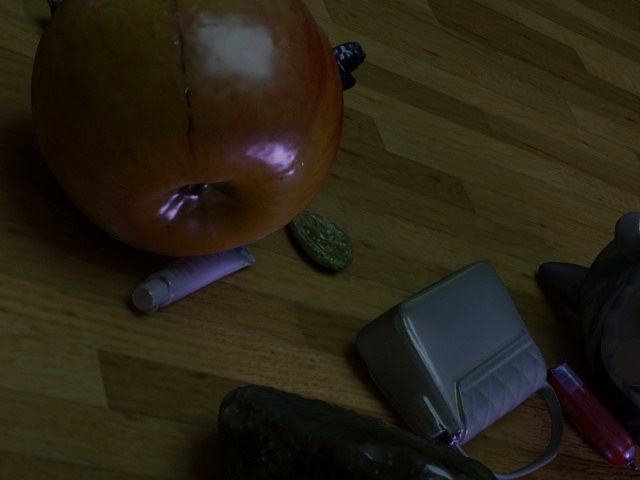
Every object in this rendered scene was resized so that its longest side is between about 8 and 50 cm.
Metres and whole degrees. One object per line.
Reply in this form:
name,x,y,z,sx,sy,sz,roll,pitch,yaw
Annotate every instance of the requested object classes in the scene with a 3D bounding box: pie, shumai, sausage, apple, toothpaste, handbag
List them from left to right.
apple,-0.116,-0.119,1.306,0.286,0.286,0.233,13,50,-40
toothpaste,-0.118,0.028,1.363,0.048,0.031,0.190,43,27,8
pie,0.001,0.001,1.545,0.084,0.021,0.084,30,28,-18
shumai,0.011,0.238,1.170,0.222,0.203,0.272,22,1,-35
handbag,0.157,0.144,1.497,0.219,0.079,0.256,59,32,6
sausage,0.301,0.197,1.621,0.145,0.048,0.050,49,-8,12

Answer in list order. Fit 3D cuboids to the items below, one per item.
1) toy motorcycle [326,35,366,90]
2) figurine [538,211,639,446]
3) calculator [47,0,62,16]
toy motorcycle,-0.046,-0.177,1.622,0.106,0.159,0.270,59,16,9
figurine,0.359,0.104,1.665,0.361,0.266,0.378,31,-6,-41
calculator,-0.206,-0.166,1.508,0.127,0.034,0.190,7,51,-46
